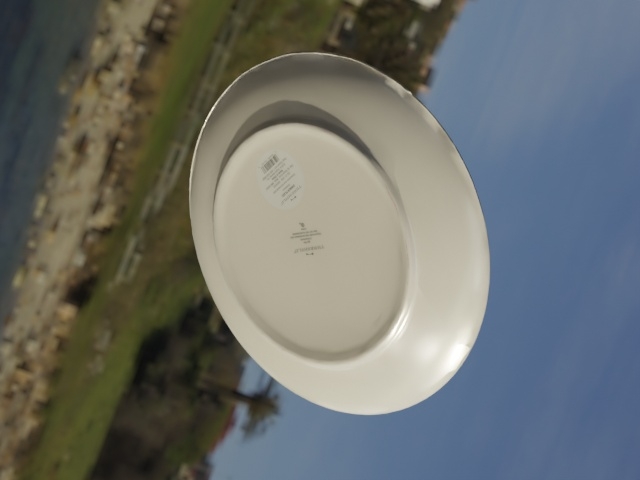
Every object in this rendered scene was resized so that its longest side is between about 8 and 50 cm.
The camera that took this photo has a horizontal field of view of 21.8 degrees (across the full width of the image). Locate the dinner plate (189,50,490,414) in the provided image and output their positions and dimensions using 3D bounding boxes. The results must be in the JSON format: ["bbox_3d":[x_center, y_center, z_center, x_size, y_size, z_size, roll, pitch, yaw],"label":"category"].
[{"bbox_3d":[0.000,0.000,0.620,0.017,0.141,0.141,-21,143,-49],"label":"dinner plate"}]
